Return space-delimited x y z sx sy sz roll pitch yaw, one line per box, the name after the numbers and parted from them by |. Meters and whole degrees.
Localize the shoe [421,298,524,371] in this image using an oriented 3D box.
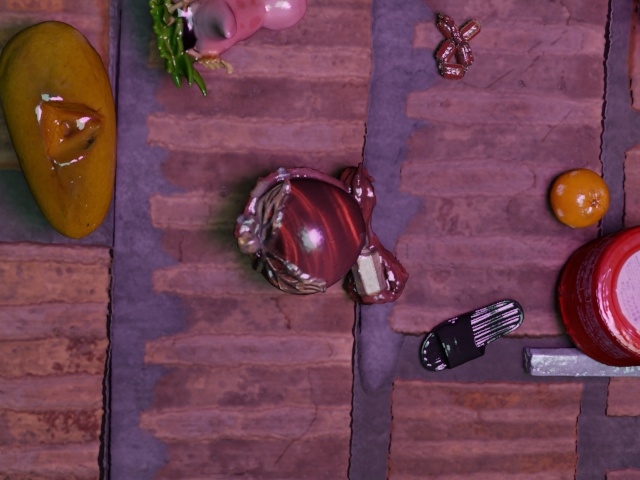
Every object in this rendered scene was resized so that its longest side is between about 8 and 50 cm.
0.212 0.130 1.777 0.159 0.053 0.062 -26 106 -10 | shoe

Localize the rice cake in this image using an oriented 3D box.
0.405 0.171 1.825 0.245 0.045 0.042 3 97 -12 | rice cake

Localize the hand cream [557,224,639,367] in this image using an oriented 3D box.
0.429 0.076 1.755 0.193 0.125 0.193 1 83 -12 | hand cream

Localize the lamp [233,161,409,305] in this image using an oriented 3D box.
0.001 0.003 1.665 0.223 0.151 0.215 -15 105 -11 | lamp

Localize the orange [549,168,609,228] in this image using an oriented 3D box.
0.352 -0.058 1.769 0.083 0.070 0.083 -3 99 -16 | orange

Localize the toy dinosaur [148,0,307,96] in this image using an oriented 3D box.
-0.108 -0.261 1.607 0.177 0.194 0.152 -10 92 12 | toy dinosaur

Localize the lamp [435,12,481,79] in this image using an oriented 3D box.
0.178 -0.255 1.726 0.063 0.031 0.083 9 100 -12 | lamp

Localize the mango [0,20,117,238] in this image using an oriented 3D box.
-0.313 -0.135 1.582 0.130 0.167 0.262 -10 104 4 | mango
